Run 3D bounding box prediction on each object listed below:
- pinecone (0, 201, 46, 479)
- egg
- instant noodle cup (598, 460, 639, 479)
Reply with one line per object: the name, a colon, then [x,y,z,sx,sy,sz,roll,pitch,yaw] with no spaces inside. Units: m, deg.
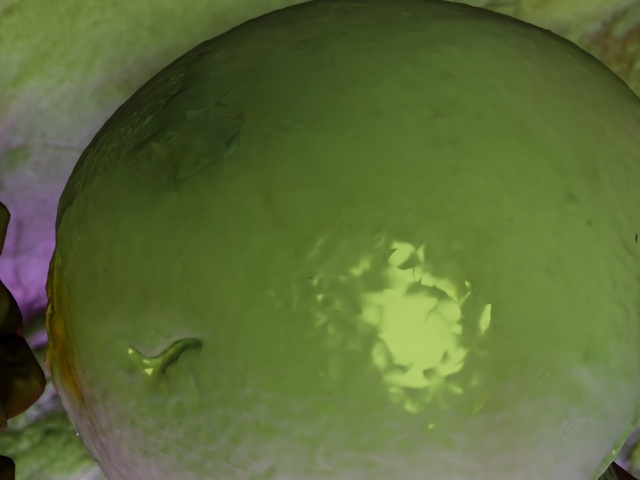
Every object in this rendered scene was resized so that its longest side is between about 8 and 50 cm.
pinecone: [-0.340,0.082,0.769,0.384,0.384,0.385,-2,103,-7]
egg: [0.000,0.000,0.777,0.337,0.337,0.201,-46,139,4]
instant noodle cup: [0.082,0.182,0.906,0.178,0.235,0.235,29,97,-22]
